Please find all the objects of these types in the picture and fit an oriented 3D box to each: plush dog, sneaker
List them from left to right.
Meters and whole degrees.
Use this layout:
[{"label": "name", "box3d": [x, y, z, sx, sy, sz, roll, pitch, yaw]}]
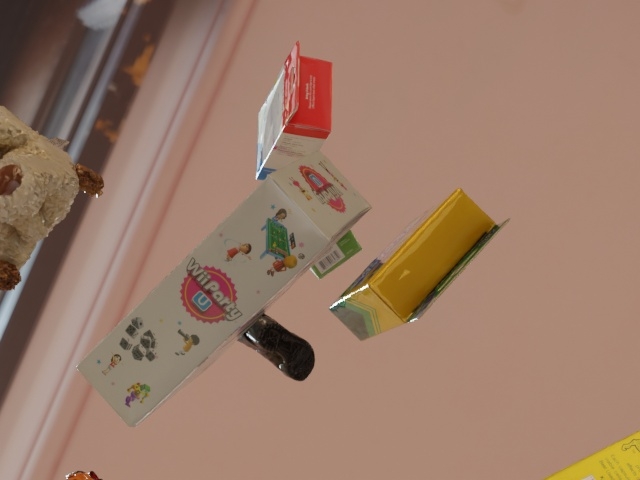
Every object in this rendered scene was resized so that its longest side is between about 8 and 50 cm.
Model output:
[{"label": "plush dog", "box3d": [-0.469, -0.045, 1.766, 0.210, 0.225, 0.262, 27, -163, -45]}, {"label": "sneaker", "box3d": [-0.076, 0.118, 1.489, 0.089, 0.051, 0.170, 25, 165, 38]}]

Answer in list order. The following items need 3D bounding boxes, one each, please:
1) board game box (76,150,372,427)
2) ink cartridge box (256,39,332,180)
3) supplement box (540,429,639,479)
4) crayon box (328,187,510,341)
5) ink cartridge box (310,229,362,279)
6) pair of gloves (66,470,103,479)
[{"label": "board game box", "box3d": [-0.098, 0.048, 1.283, 0.097, 0.303, 0.224, 47, -163, 2]}, {"label": "ink cartridge box", "box3d": [-0.037, -0.202, 1.874, 0.078, 0.134, 0.231, 9, 153, -16]}, {"label": "supplement box", "box3d": [0.467, 0.398, 1.658, 0.194, 0.356, 0.195, 78, 165, -55]}, {"label": "crayon box", "box3d": [0.137, 0.038, 1.735, 0.083, 0.203, 0.323, 45, 164, -2]}, {"label": "ink cartridge box", "box3d": [0.000, 0.000, 2.406, 0.062, 0.109, 0.209, 56, 176, -20]}, {"label": "pair of gloves", "box3d": [-0.249, 0.289, 1.320, 0.083, 0.010, 0.074, 46, 145, -18]}]
